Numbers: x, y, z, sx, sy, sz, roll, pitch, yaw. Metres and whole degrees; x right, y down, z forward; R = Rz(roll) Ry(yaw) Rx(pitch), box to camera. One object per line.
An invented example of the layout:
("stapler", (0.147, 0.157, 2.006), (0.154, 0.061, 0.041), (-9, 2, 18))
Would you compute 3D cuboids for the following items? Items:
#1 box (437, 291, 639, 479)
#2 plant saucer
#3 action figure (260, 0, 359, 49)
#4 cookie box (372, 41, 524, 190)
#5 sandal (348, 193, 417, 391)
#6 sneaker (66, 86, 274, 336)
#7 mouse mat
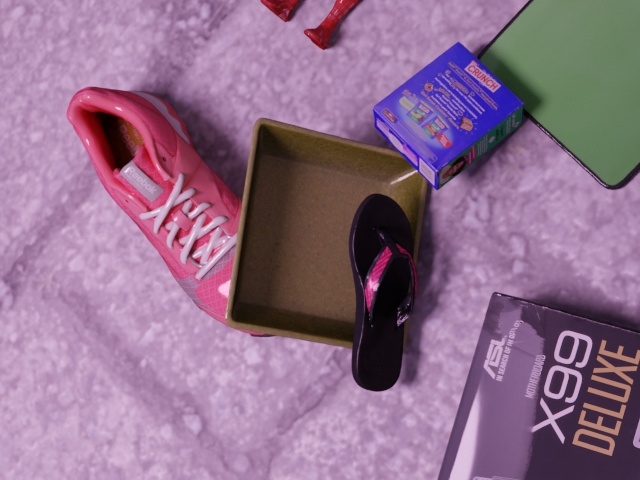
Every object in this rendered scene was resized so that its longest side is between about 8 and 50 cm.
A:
("box", (0.224, 0.222, 1.314), (0.243, 0.076, 0.307), (16, 87, 21))
("plant saucer", (0.000, 0.000, 1.404), (0.045, 0.188, 0.188), (-4, 76, 61))
("action figure", (0.046, -0.325, 1.444), (0.091, 0.139, 0.280), (38, 92, 20))
("cookie box", (0.117, -0.115, 1.411), (0.107, 0.040, 0.092), (-38, 69, -13))
("sandal", (0.061, 0.047, 1.386), (0.040, 0.067, 0.179), (-3, 85, 59))
("sneaker", (-0.140, -0.027, 1.455), (0.116, 0.136, 0.314), (-46, 70, 8))
("mouse mat", (0.253, -0.158, 1.407), (0.152, 0.007, 0.189), (-47, 68, 7))
